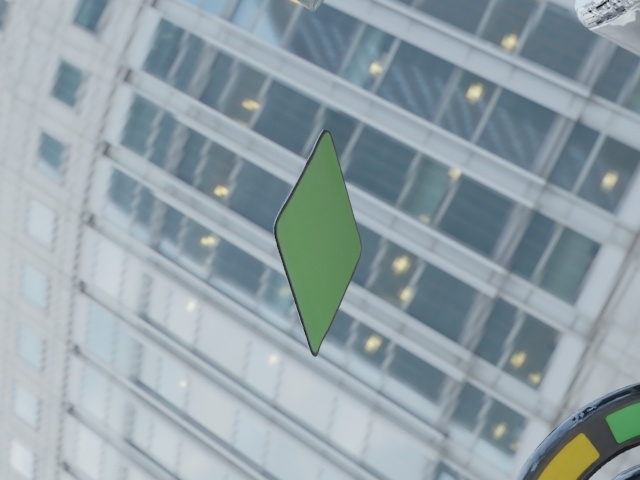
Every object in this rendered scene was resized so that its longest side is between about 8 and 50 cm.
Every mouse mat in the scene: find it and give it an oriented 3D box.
[{"bbox_3d":[0.000,0.000,1.443,0.189,0.007,0.152,-63,-37,-52],"label":"mouse mat"}]

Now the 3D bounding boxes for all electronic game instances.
[{"bbox_3d":[0.237,0.201,1.077,0.229,0.048,0.229,-5,-68,-11],"label":"electronic game"}]

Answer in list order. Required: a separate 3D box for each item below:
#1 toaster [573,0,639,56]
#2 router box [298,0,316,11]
[{"bbox_3d":[0.291,-0.201,1.136,0.227,0.146,0.129,164,127,-78],"label":"toaster"},{"bbox_3d":[0.058,-0.311,1.081,0.309,0.081,0.243,-53,4,6],"label":"router box"}]
